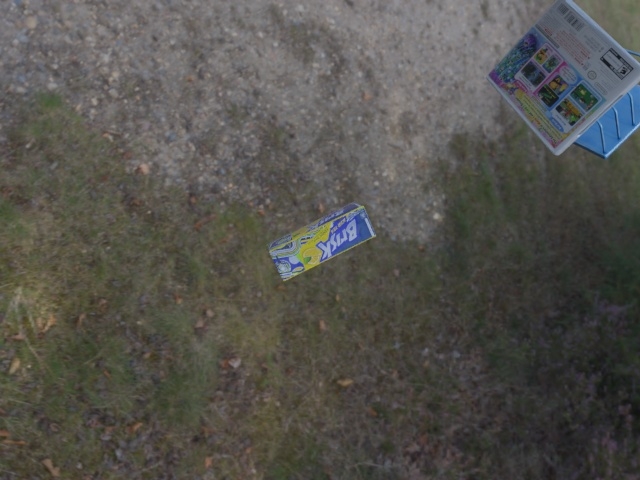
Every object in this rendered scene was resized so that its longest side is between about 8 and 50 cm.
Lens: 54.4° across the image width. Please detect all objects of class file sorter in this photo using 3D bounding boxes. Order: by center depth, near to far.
[{"bbox_3d":[0.546,-0.266,1.183,0.170,0.118,0.104,-43,137,-3],"label":"file sorter"}]

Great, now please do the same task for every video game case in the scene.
[{"bbox_3d":[0.313,-0.215,0.812,0.019,0.143,0.157,1,50,-47],"label":"video game case"}]

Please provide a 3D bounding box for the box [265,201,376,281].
[{"bbox_3d":[0.000,0.000,1.010,0.169,0.054,0.059,-26,105,-6],"label":"box"}]
